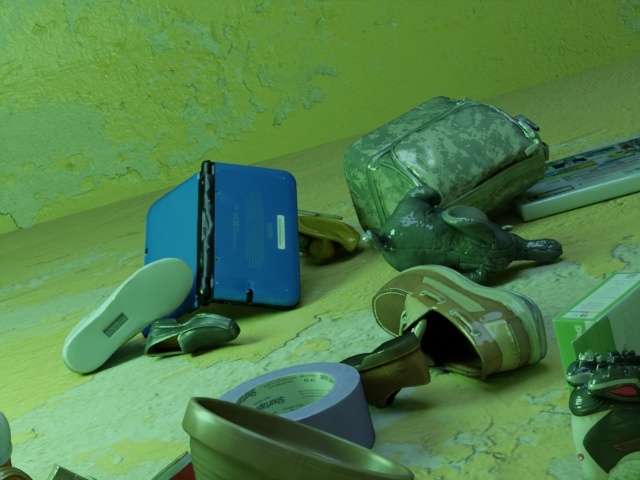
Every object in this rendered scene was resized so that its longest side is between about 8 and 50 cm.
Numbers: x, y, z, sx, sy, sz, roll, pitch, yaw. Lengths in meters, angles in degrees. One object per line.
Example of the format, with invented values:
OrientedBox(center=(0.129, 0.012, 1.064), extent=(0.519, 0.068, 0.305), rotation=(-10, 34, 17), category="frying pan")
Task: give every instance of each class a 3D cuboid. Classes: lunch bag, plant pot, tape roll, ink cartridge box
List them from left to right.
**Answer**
OrientedBox(center=(-0.034, 0.243, 1.210), extent=(0.237, 0.110, 0.237), rotation=(18, -2, 1), category="plant pot")
OrientedBox(center=(-0.034, 0.219, 1.465), extent=(0.189, 0.080, 0.189), rotation=(-14, 13, 3), category="tape roll")
OrientedBox(center=(0.235, -0.123, 2.254), extent=(0.305, 0.213, 0.256), rotation=(-29, 29, -25), category="lunch bag")
OrientedBox(center=(0.326, 0.123, 1.407), extent=(0.062, 0.109, 0.209), rotation=(-3, 18, 42), category="ink cartridge box")

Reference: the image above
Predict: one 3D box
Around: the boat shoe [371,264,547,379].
OrientedBox(center=(0.156, 0.110, 1.625), extent=(0.116, 0.123, 0.324), rotation=(-24, 15, -27), category="boat shoe")

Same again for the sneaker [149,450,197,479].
OrientedBox(center=(-0.169, 0.296, 1.402), extent=(0.118, 0.067, 0.042), rotation=(-42, -1, 35), category="sneaker")

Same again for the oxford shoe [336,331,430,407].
OrientedBox(center=(0.052, 0.183, 1.558), extent=(0.212, 0.076, 0.076), rotation=(-24, 5, 45), category="oxford shoe")

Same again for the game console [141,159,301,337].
OrientedBox(center=(-0.177, 0.023, 2.167), extent=(0.250, 0.293, 0.173), rotation=(7, -36, -13), category="game console")

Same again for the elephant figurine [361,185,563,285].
OrientedBox(center=(0.227, 0.006, 1.930), extent=(0.239, 0.169, 0.186), rotation=(15, 58, 35), category="elephant figurine")

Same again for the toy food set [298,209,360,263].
OrientedBox(center=(0.000, 0.000, 2.363), extent=(0.128, 0.071, 0.218), rotation=(7, 12, -11), category="toy food set")

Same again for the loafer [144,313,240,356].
OrientedBox(center=(-0.206, 0.159, 1.959), extent=(0.170, 0.062, 0.061), rotation=(-11, 36, 29), category="loafer")

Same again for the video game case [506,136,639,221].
OrientedBox(center=(0.513, -0.122, 2.355), extent=(0.329, 0.036, 0.300), rotation=(-16, 14, 0), category="video game case")

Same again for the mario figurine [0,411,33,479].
OrientedBox(center=(-0.418, 0.294, 1.332), extent=(0.198, 0.170, 0.320), rotation=(-29, 11, -31), category="mario figurine")

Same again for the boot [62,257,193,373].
OrientedBox(center=(-0.331, 0.116, 2.056), extent=(0.258, 0.095, 0.123), rotation=(-38, 14, -9), category="boot")

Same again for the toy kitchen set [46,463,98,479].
OrientedBox(center=(-0.300, 0.305, 1.439), extent=(0.075, 0.083, 0.068), rotation=(9, 68, 60), category="toy kitchen set")

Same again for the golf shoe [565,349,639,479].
OrientedBox(center=(0.369, 0.168, 1.209), extent=(0.272, 0.120, 0.105), rotation=(-1, 4, -13), category="golf shoe")
